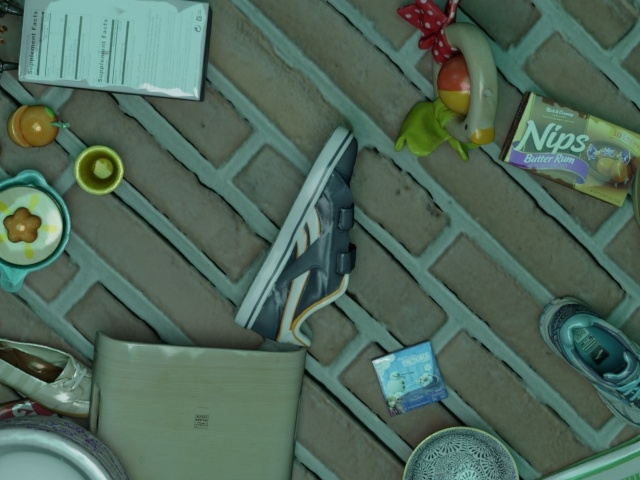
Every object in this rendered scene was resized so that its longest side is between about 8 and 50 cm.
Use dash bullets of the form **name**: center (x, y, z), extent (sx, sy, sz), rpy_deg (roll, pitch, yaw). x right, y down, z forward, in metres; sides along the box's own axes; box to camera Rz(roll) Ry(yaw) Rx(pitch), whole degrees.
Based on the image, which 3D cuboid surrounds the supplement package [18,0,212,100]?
- **supplement package**: center (-0.277, -0.269, 1.823), extent (0.244, 0.139, 0.134), rpy_deg (6, 95, -2)

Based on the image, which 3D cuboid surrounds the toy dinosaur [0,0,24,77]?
- **toy dinosaur**: center (-0.521, -0.276, 1.764), extent (0.322, 0.218, 0.164), rpy_deg (39, 113, 35)

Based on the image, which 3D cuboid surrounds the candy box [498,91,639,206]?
- **candy box**: center (0.363, -0.132, 1.912), extent (0.187, 0.053, 0.109), rpy_deg (21, 94, -6)

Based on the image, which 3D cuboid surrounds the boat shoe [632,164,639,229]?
- **boat shoe**: center (0.526, 0.005, 1.914), extent (0.105, 0.089, 0.285), rpy_deg (-17, 96, -1)

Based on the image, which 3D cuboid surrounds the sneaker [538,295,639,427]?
- **sneaker**: center (0.437, 0.196, 1.913), extent (0.283, 0.122, 0.110), rpy_deg (36, 93, -6)

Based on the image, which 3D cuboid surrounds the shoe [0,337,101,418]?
- **shoe**: center (-0.391, 0.192, 1.890), extent (0.219, 0.058, 0.076), rpy_deg (20, 51, -2)

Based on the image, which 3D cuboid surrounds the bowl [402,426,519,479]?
- **bowl**: center (0.199, 0.346, 1.938), extent (0.170, 0.080, 0.170), rpy_deg (0, 95, -2)

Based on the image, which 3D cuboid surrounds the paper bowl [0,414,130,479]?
- **paper bowl**: center (-0.387, 0.376, 1.788), extent (0.284, 0.148, 0.284), rpy_deg (0, 94, 3)

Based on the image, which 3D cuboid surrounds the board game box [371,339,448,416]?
- **board game box**: center (0.131, 0.202, 1.950), extent (0.090, 0.020, 0.090), rpy_deg (-19, 95, -1)

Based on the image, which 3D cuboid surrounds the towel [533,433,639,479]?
- **towel**: center (0.453, 0.473, 1.985), extent (0.248, 0.038, 0.325), rpy_deg (-23, 96, -1)

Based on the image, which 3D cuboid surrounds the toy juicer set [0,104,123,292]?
- **toy juicer set**: center (-0.446, -0.045, 1.862), extent (0.209, 0.089, 0.329), rpy_deg (40, 93, -6)

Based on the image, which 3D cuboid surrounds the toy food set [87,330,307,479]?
- **toy food set**: center (-0.176, 0.244, 1.896), extent (0.306, 0.092, 0.219), rpy_deg (5, 103, -12)

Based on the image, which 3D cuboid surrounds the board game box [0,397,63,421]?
- **board game box**: center (-0.497, 0.309, 1.925), extent (0.259, 0.039, 0.124), rpy_deg (-13, 96, 1)

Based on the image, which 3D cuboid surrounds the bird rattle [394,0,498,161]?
- **bird rattle**: center (0.196, -0.229, 1.829), extent (0.143, 0.207, 0.253), rpy_deg (1, 106, -21)

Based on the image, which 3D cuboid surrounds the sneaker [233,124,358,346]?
- **sneaker**: center (0.000, 0.000, 1.873), extent (0.127, 0.126, 0.321), rpy_deg (26, 104, -1)
